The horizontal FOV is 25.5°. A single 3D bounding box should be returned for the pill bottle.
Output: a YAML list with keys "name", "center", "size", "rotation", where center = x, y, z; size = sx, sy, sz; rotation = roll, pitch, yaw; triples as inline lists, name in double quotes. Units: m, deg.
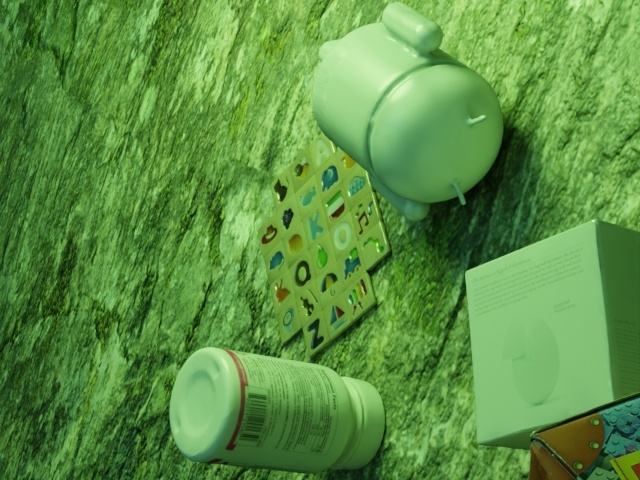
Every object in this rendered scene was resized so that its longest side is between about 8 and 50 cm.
- name: "pill bottle"
  center: [-0.057, 0.248, 2.016]
  size: [0.160, 0.283, 0.160]
  rotation: [-22, 62, 49]

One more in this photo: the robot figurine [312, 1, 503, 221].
- name: "robot figurine"
  center: [0.121, -0.179, 1.983]
  size: [0.353, 0.200, 0.299]
  rotation: [43, 142, 51]

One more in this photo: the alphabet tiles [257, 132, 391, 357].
- name: "alphabet tiles"
  center: [0.000, 0.000, 2.255]
  size: [0.285, 0.011, 0.342]
  rotation: [-44, 47, 38]

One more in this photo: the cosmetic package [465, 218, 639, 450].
- name: "cosmetic package"
  center: [0.302, 0.121, 1.691]
  size: [0.224, 0.138, 0.224]
  rotation: [-25, 61, 48]

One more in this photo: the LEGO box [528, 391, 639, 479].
- name: "LEGO box"
  center: [0.340, 0.431, 1.279]
  size: [0.500, 0.193, 0.372]
  rotation: [86, 163, -45]
